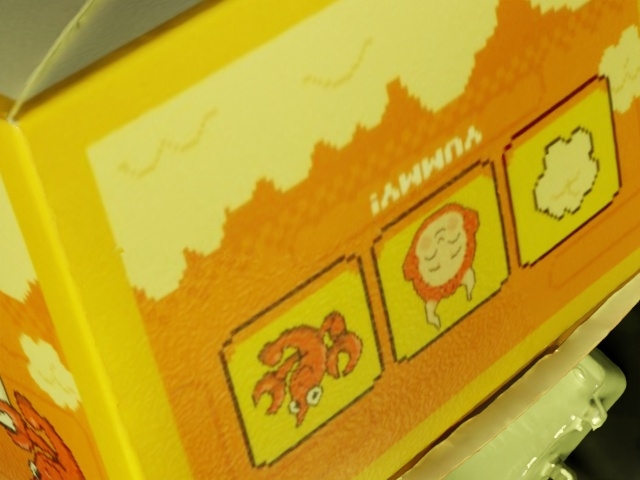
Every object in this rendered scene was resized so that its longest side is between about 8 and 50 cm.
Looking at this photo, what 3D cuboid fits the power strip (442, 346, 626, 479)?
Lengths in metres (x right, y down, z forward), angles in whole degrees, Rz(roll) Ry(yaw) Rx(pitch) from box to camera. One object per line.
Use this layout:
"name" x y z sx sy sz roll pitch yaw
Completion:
"power strip" 0.000 0.000 0.812 0.367 0.043 0.106 45 103 25

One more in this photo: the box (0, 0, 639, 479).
"box" -0.059 -0.048 0.620 0.259 0.214 0.283 -36 38 -28
